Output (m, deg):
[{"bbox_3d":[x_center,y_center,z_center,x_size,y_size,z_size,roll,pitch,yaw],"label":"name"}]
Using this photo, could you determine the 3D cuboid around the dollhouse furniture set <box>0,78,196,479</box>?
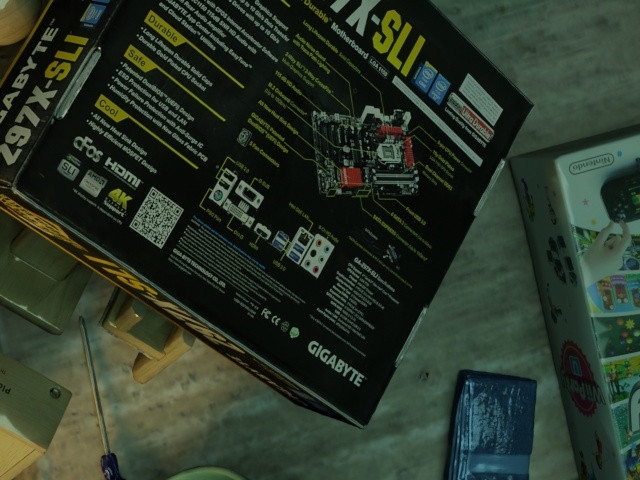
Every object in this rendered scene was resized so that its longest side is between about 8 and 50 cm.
[{"bbox_3d":[-0.205,0.039,1.083,0.212,0.161,0.242,32,54,-15],"label":"dollhouse furniture set"}]

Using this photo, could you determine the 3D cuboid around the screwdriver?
[{"bbox_3d":[-0.154,0.138,1.153,0.024,0.025,0.170,-12,86,-15],"label":"screwdriver"}]

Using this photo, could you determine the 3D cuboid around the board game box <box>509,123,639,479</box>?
[{"bbox_3d":[0.290,0.058,1.240,0.224,0.097,0.303,-15,97,-16],"label":"board game box"}]

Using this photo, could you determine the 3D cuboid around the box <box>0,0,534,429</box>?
[{"bbox_3d":[-0.031,-0.065,1.012,0.322,0.079,0.257,37,74,-38],"label":"box"}]

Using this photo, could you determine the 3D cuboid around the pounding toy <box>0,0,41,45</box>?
[{"bbox_3d":[-0.099,-0.142,1.068,0.237,0.110,0.183,39,45,-13],"label":"pounding toy"}]

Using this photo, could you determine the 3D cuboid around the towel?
[{"bbox_3d":[0.129,0.160,1.228,0.067,0.029,0.120,6,89,-18],"label":"towel"}]

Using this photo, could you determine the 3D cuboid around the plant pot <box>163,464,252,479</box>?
[{"bbox_3d":[-0.019,0.323,1.067,0.235,0.293,0.293,26,84,-30],"label":"plant pot"}]
